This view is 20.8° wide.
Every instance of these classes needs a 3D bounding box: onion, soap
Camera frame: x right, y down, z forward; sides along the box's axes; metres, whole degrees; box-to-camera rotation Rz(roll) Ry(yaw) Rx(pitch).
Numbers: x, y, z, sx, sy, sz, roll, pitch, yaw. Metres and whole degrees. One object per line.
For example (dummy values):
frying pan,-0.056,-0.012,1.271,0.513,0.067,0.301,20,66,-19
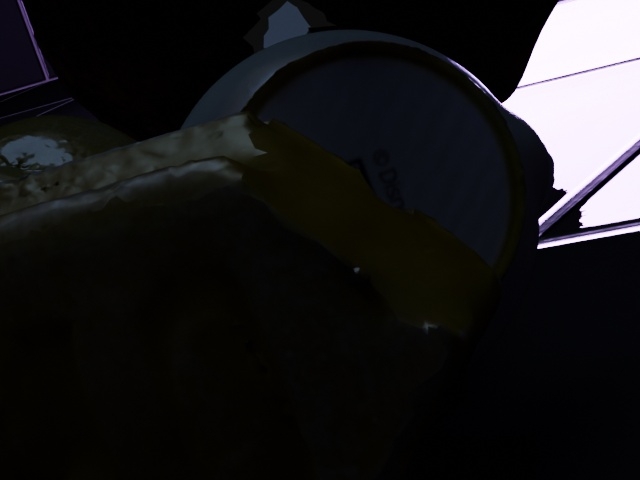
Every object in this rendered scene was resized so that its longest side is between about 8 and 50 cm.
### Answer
onion,-0.030,-0.156,1.135,0.398,0.398,0.420,-14,41,24
soap,-0.069,0.059,0.528,0.258,0.160,0.080,-16,13,18

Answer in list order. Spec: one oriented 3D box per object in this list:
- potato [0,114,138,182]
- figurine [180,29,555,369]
potato,-0.175,0.009,1.038,0.194,0.157,0.157,-40,20,-26
figurine,0.000,0.000,0.682,0.190,0.142,0.263,-14,-4,-9
